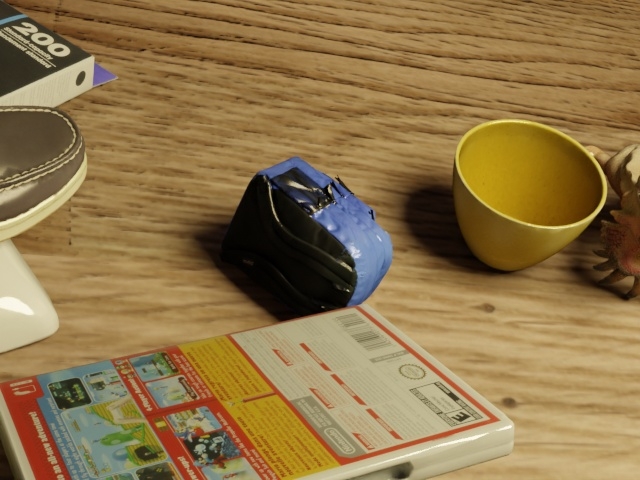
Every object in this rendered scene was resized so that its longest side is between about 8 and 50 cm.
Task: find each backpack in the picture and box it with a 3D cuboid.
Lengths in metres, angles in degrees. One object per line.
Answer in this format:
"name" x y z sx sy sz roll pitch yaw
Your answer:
"backpack" 0.000 0.000 0.849 0.120 0.098 0.101 41 42 19

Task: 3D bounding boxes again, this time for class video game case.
"video game case" -0.051 0.114 0.679 0.285 0.025 0.204 -10 23 -23

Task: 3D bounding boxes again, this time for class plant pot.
"plant pot" 0.174 -0.029 0.947 0.134 0.095 0.134 6 48 -7

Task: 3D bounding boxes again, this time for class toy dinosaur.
"toy dinosaur" 0.338 -0.029 1.015 0.295 0.127 0.200 9 54 -38

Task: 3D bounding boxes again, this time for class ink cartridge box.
"ink cartridge box" -0.304 -0.179 0.904 0.206 0.045 0.208 32 32 8

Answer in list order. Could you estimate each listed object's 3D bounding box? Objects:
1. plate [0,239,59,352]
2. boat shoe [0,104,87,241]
"plate" -0.362 -0.009 0.741 0.278 0.045 0.277 -17 56 -35
"boat shoe" -0.282 -0.049 0.713 0.285 0.092 0.103 -18 56 -36
